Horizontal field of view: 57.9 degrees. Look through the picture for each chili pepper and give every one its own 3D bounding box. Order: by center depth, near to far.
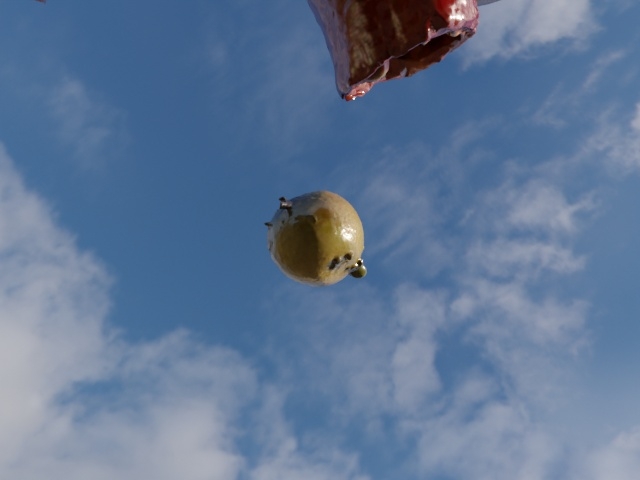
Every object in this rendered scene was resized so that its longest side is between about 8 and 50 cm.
[{"bbox_3d":[-0.004,-0.283,0.436,0.131,0.134,0.338,-29,-89,51],"label":"chili pepper"}]

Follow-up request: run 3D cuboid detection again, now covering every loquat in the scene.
[{"bbox_3d":[0.000,0.000,0.996,0.204,0.172,0.149,38,-48,-10],"label":"loquat"}]

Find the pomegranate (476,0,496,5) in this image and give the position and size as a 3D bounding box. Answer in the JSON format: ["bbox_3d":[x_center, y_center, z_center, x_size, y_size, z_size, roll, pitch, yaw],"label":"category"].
[{"bbox_3d":[0.171,-0.487,0.671,0.411,0.411,0.411,1,-67,3],"label":"pomegranate"}]

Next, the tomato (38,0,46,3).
[{"bbox_3d":[-0.417,-0.383,0.697,0.199,0.228,0.112,28,-77,-11],"label":"tomato"}]
